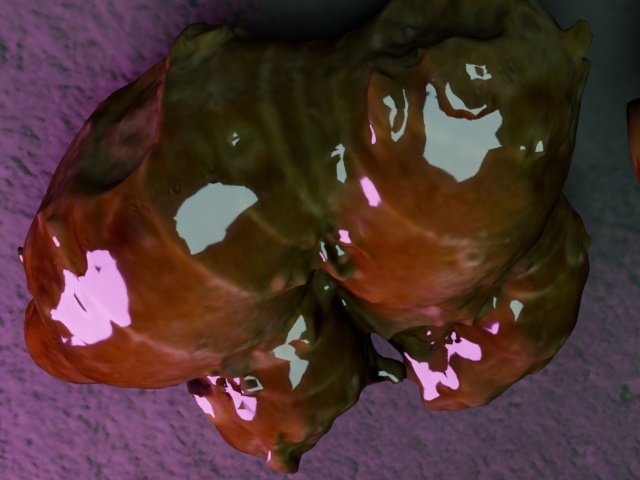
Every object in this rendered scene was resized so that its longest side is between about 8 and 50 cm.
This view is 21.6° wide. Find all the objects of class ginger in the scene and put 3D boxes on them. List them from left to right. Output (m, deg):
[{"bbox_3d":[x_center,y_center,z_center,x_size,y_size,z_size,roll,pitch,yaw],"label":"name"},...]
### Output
[{"bbox_3d":[-0.011,0.000,0.933,0.357,0.152,0.274,-15,138,6],"label":"ginger"}]

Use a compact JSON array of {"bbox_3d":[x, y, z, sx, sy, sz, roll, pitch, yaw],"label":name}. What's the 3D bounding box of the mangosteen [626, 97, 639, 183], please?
[{"bbox_3d":[0.286,-0.068,0.863,0.287,0.233,0.288,-5,123,-7],"label":"mangosteen"}]
